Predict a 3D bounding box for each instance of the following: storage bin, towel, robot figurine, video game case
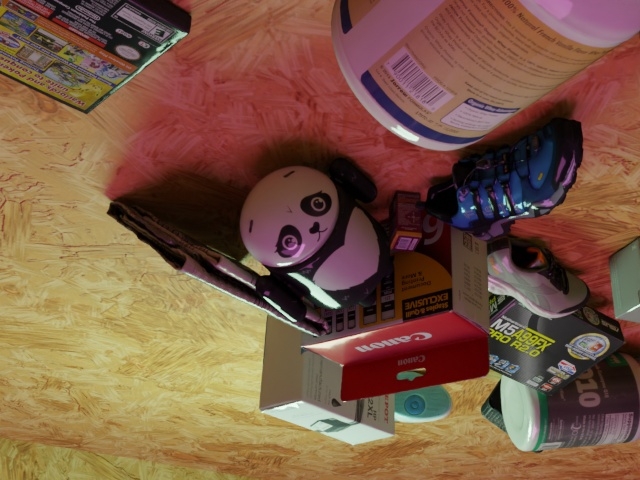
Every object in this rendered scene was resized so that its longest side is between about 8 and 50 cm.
[{"bbox_3d":[0.497,0.413,2.123,0.180,0.122,0.084,34,155,14],"label":"storage bin"},{"bbox_3d":[-0.173,0.037,1.475,0.324,0.056,0.312,30,-179,-40],"label":"towel"},{"bbox_3d":[0.001,0.002,1.354,0.173,0.209,0.278,-21,140,27],"label":"robot figurine"},{"bbox_3d":[-0.341,-0.273,1.070,0.275,0.035,0.248,25,145,-37],"label":"video game case"}]

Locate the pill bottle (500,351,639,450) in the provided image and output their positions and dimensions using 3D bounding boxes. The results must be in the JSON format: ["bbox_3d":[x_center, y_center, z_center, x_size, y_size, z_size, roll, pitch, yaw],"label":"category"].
[{"bbox_3d":[0.606,0.357,1.963,0.361,0.204,0.204,-3,153,-8],"label":"pill bottle"}]

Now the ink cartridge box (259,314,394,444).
[{"bbox_3d":[0.024,0.294,1.904,0.129,0.223,0.307,-21,144,37],"label":"ink cartridge box"}]

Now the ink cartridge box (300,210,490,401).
[{"bbox_3d":[0.125,0.112,1.498,0.309,0.272,0.130,-19,145,34],"label":"ink cartridge box"}]

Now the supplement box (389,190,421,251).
[{"bbox_3d":[0.138,-0.031,1.425,0.043,0.083,0.055,5,152,-6],"label":"supplement box"}]

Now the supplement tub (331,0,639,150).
[{"bbox_3d":[0.180,-0.251,0.849,0.228,0.228,0.316,19,149,-27],"label":"supplement tub"}]

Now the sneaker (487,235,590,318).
[{"bbox_3d":[0.391,0.064,1.570,0.271,0.100,0.108,19,143,-28],"label":"sneaker"}]

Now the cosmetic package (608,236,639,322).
[{"bbox_3d":[0.644,0.087,1.555,0.238,0.127,0.107,11,152,-12],"label":"cosmetic package"}]

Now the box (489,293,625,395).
[{"bbox_3d":[0.430,0.192,1.746,0.270,0.060,0.216,26,129,-22],"label":"box"}]

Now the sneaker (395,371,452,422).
[{"bbox_3d":[0.187,0.425,2.247,0.319,0.127,0.208,5,152,17],"label":"sneaker"}]

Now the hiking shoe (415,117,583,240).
[{"bbox_3d":[0.262,-0.084,1.280,0.132,0.113,0.304,12,151,-18],"label":"hiking shoe"}]
